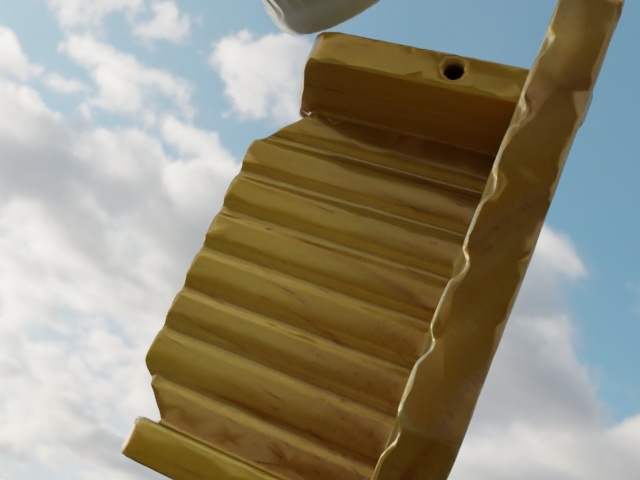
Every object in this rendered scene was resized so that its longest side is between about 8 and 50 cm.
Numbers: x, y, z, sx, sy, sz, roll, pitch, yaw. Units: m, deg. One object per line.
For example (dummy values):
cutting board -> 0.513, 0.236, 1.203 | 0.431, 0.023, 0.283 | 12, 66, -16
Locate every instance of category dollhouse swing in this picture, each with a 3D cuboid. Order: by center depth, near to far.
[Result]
dollhouse swing -> 0.000, 0.000, 0.556 | 0.315, 0.346, 0.305 | 18, -15, 24

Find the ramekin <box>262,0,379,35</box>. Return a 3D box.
ramekin -> 0.014, -0.334, 0.785 | 0.277, 0.277, 0.135 | -11, -39, 46
